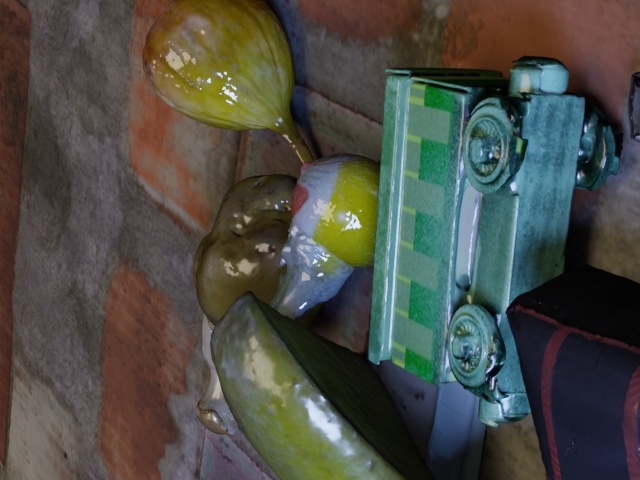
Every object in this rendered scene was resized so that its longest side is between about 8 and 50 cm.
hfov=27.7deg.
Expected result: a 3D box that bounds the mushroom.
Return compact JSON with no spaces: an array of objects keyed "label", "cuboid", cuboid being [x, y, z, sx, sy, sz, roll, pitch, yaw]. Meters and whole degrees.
[{"label":"mushroom","cuboid":[-0.123,0.133,1.564,0.059,0.054,0.202,-3,87,59]}]

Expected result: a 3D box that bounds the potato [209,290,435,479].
[{"label":"potato","cuboid":[-0.023,0.149,1.177,0.112,0.255,0.269,-42,36,5]}]

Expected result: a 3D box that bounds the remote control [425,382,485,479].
[{"label":"remote control","cuboid":[0.123,0.186,1.201,0.061,0.029,0.162,26,115,53]}]

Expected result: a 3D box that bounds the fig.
[{"label":"fig","cuboid":[-0.081,-0.160,1.405,0.257,0.159,0.159,52,138,16]}]

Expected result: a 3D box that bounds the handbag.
[{"label":"handbag","cuboid":[0.238,0.124,0.899,0.215,0.155,0.169,18,123,54]}]

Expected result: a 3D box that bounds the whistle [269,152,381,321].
[{"label":"whistle","cuboid":[0.000,0.000,1.240,0.223,0.123,0.123,-54,41,2]}]

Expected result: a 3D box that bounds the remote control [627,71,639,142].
[{"label":"remote control","cuboid":[0.271,-0.080,0.893,0.212,0.028,0.059,-145,47,-69]}]

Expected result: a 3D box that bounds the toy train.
[{"label":"toy train","cuboid":[0.137,-0.006,1.077,0.202,0.120,0.301,23,113,58]}]

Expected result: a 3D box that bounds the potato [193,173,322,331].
[{"label":"potato","cuboid":[-0.059,0.028,1.377,0.154,0.137,0.200,-85,18,-46]}]
